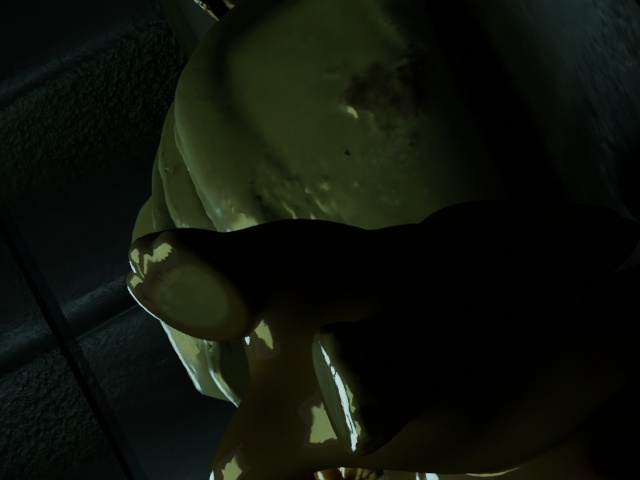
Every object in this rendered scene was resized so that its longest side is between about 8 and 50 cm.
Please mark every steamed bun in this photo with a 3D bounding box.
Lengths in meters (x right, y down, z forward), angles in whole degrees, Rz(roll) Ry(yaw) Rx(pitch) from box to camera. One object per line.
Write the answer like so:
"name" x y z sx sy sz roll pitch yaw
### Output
"steamed bun" 0.005 0.009 0.953 0.309 0.219 0.324 62 175 -14

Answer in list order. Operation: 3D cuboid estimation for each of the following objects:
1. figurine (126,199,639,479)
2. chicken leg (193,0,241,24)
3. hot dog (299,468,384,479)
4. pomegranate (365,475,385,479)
"figurine" 0.059 0.083 0.670 0.177 0.247 0.173 31 120 42
"chicken leg" -0.068 -0.199 1.273 0.304 0.113 0.093 58 -163 13
"hot dog" -0.010 0.102 1.624 0.117 0.158 0.349 38 -140 -55
"pomegranate" 0.083 0.202 1.744 0.222 0.276 0.204 42 -149 11
